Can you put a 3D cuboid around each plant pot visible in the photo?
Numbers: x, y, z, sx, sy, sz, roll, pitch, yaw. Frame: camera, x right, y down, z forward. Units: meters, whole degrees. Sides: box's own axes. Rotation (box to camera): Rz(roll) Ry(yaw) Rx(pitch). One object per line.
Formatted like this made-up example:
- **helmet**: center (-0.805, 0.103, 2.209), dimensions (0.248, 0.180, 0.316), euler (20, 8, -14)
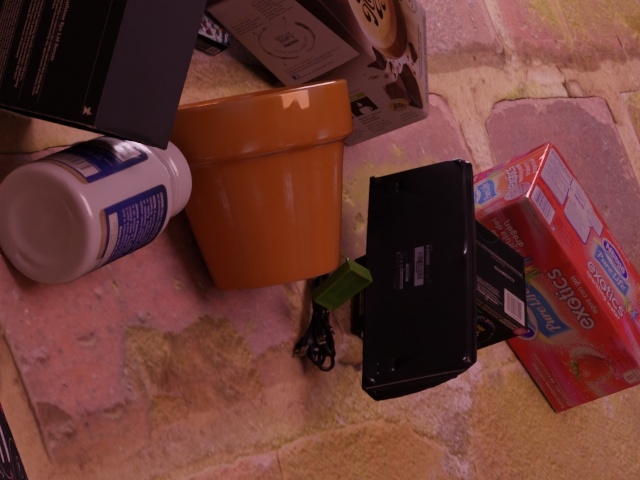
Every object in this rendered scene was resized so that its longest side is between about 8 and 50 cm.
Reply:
- **plant pot**: center (-0.059, -0.053, 1.780), dimensions (0.205, 0.205, 0.188), euler (-20, 102, -58)

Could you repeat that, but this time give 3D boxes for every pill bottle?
- **pill bottle**: center (-0.201, -0.036, 1.619), dimensions (0.187, 0.112, 0.112), euler (-28, 93, -58)

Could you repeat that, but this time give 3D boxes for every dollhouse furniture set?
- **dollhouse furniture set**: center (0.000, 0.000, 1.895), dimensions (0.076, 0.058, 0.151), euler (32, 26, -40)

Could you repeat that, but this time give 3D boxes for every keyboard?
- **keyboard**: center (0.073, 0.044, 1.903), dimensions (0.317, 0.201, 0.033), euler (-85, 157, -45)

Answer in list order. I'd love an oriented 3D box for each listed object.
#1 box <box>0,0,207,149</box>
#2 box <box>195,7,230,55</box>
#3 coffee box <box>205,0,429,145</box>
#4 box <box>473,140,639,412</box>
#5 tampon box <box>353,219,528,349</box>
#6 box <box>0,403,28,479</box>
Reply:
- **box**: center (-0.197, -0.229, 1.584), dimensions (0.103, 0.184, 0.261), euler (16, 90, -50)
- **box**: center (-0.157, -0.263, 1.912), dimensions (0.137, 0.027, 0.094), euler (18, 54, -50)
- **coffee box**: center (0.002, -0.264, 2.030), dimensions (0.297, 0.119, 0.168), euler (40, 40, -44)
- **box**: center (0.299, 0.047, 2.260), dimensions (0.300, 0.142, 0.154), euler (54, 34, -18)
- **tampon box**: center (0.134, 0.062, 1.992), dimensions (0.120, 0.161, 0.101), euler (34, 45, -39)
- **box**: center (-0.309, 0.136, 1.205), dimensions (0.247, 0.163, 0.142), euler (98, -28, -85)
